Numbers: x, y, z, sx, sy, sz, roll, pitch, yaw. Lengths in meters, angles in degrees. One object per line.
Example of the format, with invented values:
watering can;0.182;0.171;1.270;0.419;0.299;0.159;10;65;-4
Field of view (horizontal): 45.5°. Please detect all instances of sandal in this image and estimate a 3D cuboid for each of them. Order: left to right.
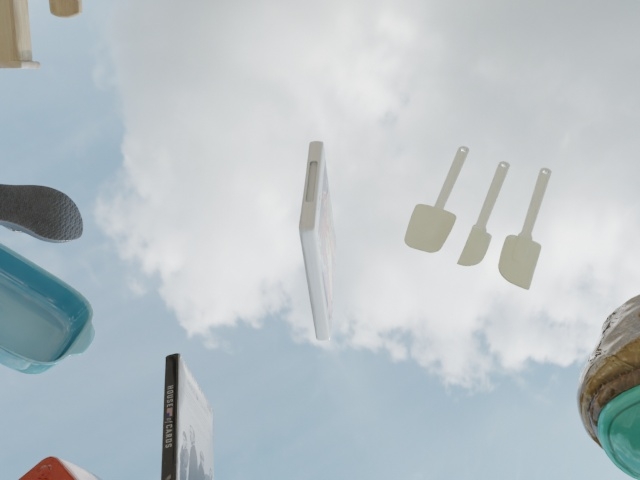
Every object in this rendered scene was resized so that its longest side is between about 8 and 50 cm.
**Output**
sandal;-0.538;-0.056;1.343;0.054;0.254;0.097;-13;-111;43

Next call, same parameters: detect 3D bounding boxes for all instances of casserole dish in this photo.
casserole dish;-0.299;0.057;0.699;0.188;0.037;0.114;33;-151;-10

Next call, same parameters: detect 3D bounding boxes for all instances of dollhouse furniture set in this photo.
dollhouse furniture set;-0.425;-0.392;1.291;0.286;0.303;0.198;4;-76;20

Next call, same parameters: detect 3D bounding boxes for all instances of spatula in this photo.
spatula;0.219;-0.046;1.015;0.168;0.019;0.242;17;-133;13

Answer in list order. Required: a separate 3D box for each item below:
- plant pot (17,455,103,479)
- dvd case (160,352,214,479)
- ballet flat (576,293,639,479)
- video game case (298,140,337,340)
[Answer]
plant pot;-0.318;0.434;0.944;0.267;0.236;0.267;-40;-135;-25
dvd case;-0.204;0.322;1.188;0.029;0.179;0.239;-13;-135;3
ballet flat;0.291;0.024;0.372;0.342;0.116;0.124;-26;-158;27
video game case;0.000;0.000;1.023;0.023;0.201;0.183;-2;-139;6
